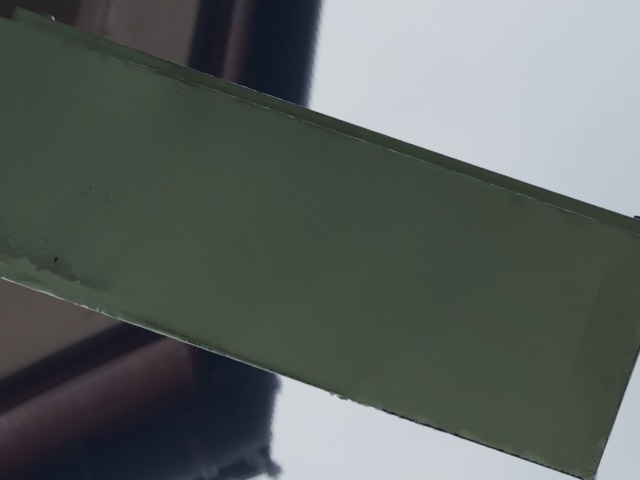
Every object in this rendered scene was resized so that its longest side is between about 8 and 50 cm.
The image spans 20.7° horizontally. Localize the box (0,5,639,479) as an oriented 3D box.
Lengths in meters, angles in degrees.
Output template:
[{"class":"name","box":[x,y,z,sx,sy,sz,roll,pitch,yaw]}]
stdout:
[{"class":"box","box":[0.000,0.000,0.595,0.225,0.129,0.086,19,-88,8]}]
